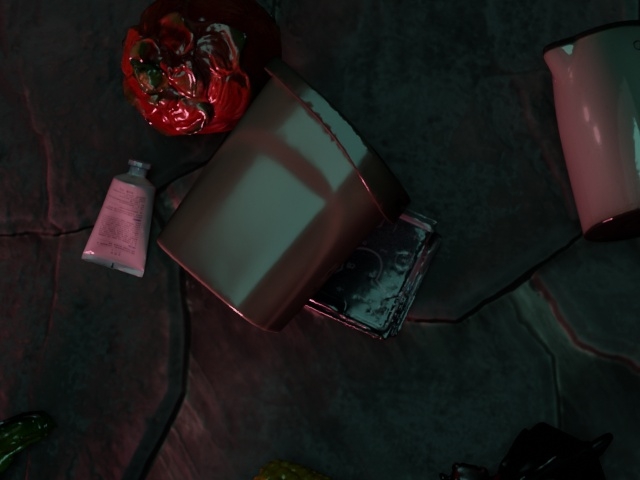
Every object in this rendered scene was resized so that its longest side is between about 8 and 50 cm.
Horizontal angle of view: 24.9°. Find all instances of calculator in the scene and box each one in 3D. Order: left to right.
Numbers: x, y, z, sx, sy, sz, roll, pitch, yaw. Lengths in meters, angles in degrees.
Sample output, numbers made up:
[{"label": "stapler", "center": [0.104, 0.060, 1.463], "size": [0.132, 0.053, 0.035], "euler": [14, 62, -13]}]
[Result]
[{"label": "calculator", "center": [0.000, 0.000, 1.783], "size": [0.274, 0.028, 0.166], "euler": [24, 84, 11]}]

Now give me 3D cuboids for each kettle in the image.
[{"label": "kettle", "center": [0.383, -0.137, 1.705], "size": [0.221, 0.161, 0.236], "euler": [-8, 75, -22]}]

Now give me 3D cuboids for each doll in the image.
[{"label": "doll", "center": [0.231, 0.283, 1.651], "size": [0.248, 0.088, 0.127], "euler": [-27, 84, -24]}]

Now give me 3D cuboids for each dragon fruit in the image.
[{"label": "dragon fruit", "center": [-0.139, -0.228, 1.757], "size": [0.193, 0.274, 0.192], "euler": [20, 122, 10]}]

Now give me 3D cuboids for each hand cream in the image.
[{"label": "hand cream", "center": [-0.244, -0.033, 1.818], "size": [0.084, 0.053, 0.142], "euler": [17, 98, 11]}]

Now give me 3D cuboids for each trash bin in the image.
[{"label": "trash bin", "center": [-0.044, -0.042, 1.682], "size": [0.219, 0.220, 0.250], "euler": [40, 92, 12]}]

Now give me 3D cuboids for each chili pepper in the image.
[{"label": "chili pepper", "center": [-0.409, 0.337, 1.759], "size": [0.122, 0.065, 0.279], "euler": [7, 77, 13]}]

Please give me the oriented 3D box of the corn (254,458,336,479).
[{"label": "corn", "center": [0.073, 0.368, 1.664], "size": [0.363, 0.120, 0.120], "euler": [25, 84, 14]}]
